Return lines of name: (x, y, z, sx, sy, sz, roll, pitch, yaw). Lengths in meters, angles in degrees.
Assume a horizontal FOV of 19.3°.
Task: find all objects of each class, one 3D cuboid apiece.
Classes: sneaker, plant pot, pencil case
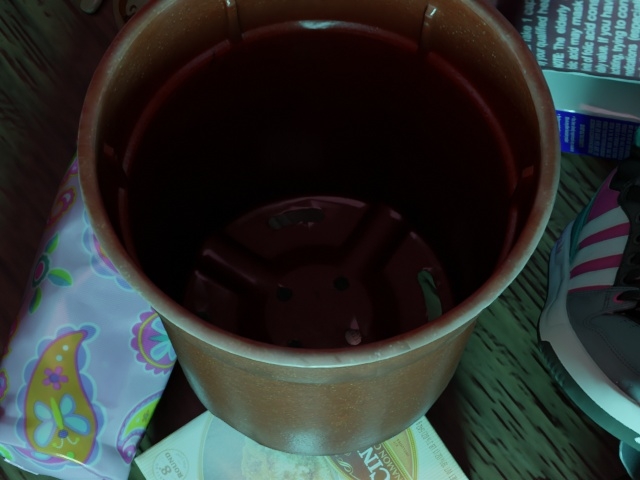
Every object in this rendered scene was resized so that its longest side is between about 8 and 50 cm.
sneaker: (0.231, 0.004, 1.163, 0.124, 0.295, 0.178, 29, 113, -9)
plant pot: (0.000, 0.000, 1.173, 0.272, 0.265, 0.272, 0, 65, 0)
pencil case: (-0.150, 0.031, 1.335, 0.124, 0.124, 0.284, 15, 77, 11)

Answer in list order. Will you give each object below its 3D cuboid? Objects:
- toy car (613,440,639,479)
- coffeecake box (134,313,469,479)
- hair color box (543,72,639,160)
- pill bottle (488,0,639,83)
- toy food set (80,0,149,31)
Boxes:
toy car: (0.205, 0.185, 1.194, 0.149, 0.188, 0.155, 27, 84, 42)
coffeecake box: (-0.011, 0.163, 1.305, 0.185, 0.068, 0.142, -34, 74, -2)
hair color box: (0.152, -0.168, 1.349, 0.339, 0.110, 0.185, 10, 76, 8)
pill bottle: (0.201, -0.211, 1.183, 0.392, 0.224, 0.224, 8, 77, 8)
toy food set: (-0.109, -0.201, 1.374, 0.192, 0.038, 0.132, 25, 89, 42)
